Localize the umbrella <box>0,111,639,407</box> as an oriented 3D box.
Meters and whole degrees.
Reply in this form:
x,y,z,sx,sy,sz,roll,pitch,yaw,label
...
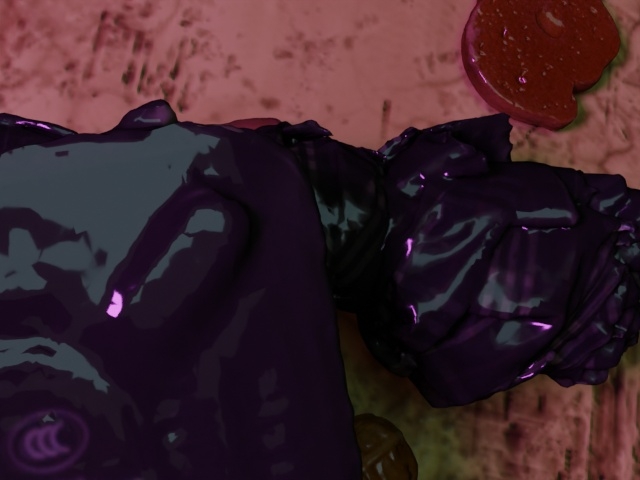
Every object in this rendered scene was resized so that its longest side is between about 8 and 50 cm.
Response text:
x,y,z,sx,sy,sz,roll,pitch,yaw,label
0.001,0.012,0.544,0.337,0.128,0.154,-3,82,-15,umbrella

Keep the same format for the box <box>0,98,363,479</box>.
x,y,z,sx,sy,sz,roll,pitch,yaw,label
-0.142,0.139,0.411,0.359,0.091,0.350,-12,95,-16,box

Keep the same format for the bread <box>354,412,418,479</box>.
x,y,z,sx,sy,sz,roll,pitch,yaw,label
-0.013,0.147,0.534,0.157,0.044,0.052,-39,91,-26,bread

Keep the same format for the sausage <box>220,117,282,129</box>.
x,y,z,sx,sy,sz,roll,pitch,yaw,label
-0.103,-0.040,0.569,0.186,0.043,0.043,-7,75,-22,sausage

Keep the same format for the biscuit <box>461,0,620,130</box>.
x,y,z,sx,sy,sz,roll,pitch,yaw,label
0.143,-0.133,0.702,0.102,0.019,0.130,33,64,-6,biscuit
